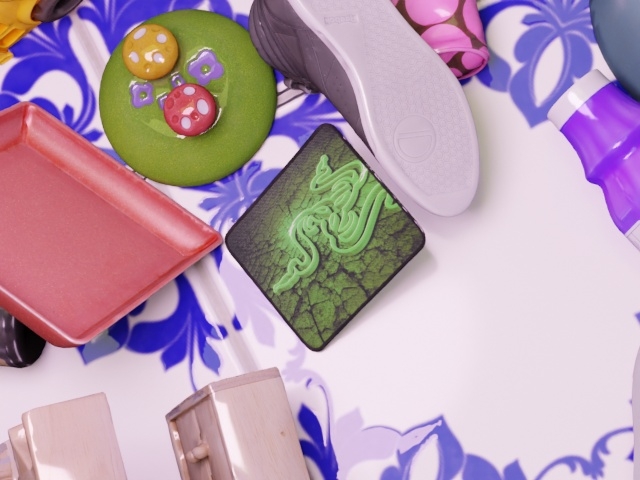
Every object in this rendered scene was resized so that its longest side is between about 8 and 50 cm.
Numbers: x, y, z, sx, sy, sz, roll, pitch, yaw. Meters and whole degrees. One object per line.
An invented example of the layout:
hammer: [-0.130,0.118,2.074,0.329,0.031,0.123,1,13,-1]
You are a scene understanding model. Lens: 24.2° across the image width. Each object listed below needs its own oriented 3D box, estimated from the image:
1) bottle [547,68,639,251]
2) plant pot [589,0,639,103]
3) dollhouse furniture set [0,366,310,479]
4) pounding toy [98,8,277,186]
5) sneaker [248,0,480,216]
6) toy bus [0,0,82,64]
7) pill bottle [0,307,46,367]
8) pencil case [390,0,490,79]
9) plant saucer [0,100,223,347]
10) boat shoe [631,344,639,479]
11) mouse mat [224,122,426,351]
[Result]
bottle: [0.329,-0.037,1.379,0.118,0.092,0.283,-36,77,-32]
plant pot: [0.395,-0.256,1.338,0.293,0.235,0.293,-1,81,7]
dollhouse furniture set: [-0.205,0.289,1.293,0.394,0.362,0.256,-12,77,-24]
pounding toy: [-0.130,-0.175,1.460,0.183,0.110,0.236,22,86,10]
sneaker: [0.039,-0.148,1.413,0.104,0.147,0.295,-37,98,-18]
toy bus: [-0.354,-0.248,1.452,0.211,0.220,0.149,-43,84,6]
pill bottle: [-0.381,0.056,1.455,0.219,0.123,0.122,5,83,8]
pencil case: [0.092,-0.255,1.453,0.098,0.095,0.209,-12,78,-25]
plant saucer: [-0.261,-0.012,1.412,0.259,0.258,0.047,35,123,10]
boat shoe: [0.334,0.167,1.375,0.070,0.078,0.219,13,76,-24]
mouse mat: [0.000,0.000,1.420,0.152,0.007,0.189,50,123,11]
